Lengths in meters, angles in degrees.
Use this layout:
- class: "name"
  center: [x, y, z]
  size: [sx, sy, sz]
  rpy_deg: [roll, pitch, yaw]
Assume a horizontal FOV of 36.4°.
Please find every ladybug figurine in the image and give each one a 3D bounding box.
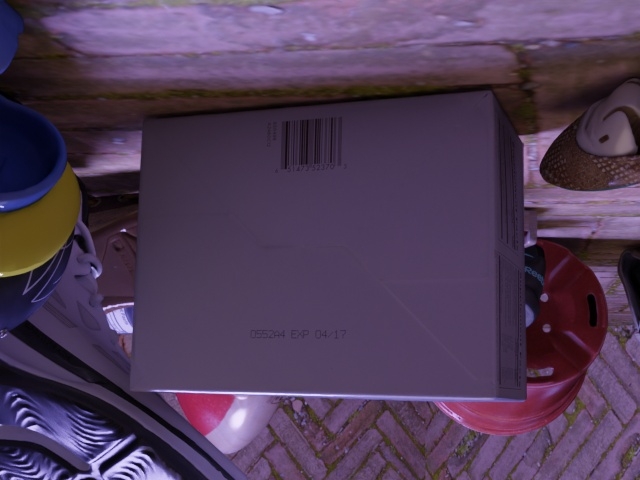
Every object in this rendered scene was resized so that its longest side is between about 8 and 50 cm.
- class: "ladybug figurine"
  center: [-0.109, 0.141, 1.407]
  size: [0.162, 0.305, 0.449]
  rpy_deg: [26, -178, -1]

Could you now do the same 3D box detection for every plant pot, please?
- class: "plant pot"
  center: [0.273, 0.128, 1.376]
  size: [0.272, 0.272, 0.265]
  rpy_deg: [1, 164, 2]

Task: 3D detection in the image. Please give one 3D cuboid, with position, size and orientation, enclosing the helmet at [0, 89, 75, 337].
- class: "helmet"
  center: [-0.238, -0.021, 0.620]
  size: [0.161, 0.169, 0.169]
  rpy_deg: [21, 164, -27]

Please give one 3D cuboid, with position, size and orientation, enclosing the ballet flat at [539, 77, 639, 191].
- class: "ballet flat"
  center: [0.222, -0.077, 0.604]
  size: [0.206, 0.073, 0.067]
  rpy_deg: [-9, 140, 39]

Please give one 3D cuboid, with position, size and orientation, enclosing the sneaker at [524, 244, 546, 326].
- class: "sneaker"
  center: [0.164, 0.057, 1.229]
  size: [0.267, 0.106, 0.101]
  rpy_deg: [-2, 141, 39]

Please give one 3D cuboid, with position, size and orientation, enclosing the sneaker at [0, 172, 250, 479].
- class: "sneaker"
  center: [-0.193, 0.073, 0.815]
  size: [0.447, 0.257, 0.169]
  rpy_deg: [40, 127, -14]

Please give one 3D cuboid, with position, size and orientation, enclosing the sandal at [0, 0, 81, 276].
- class: "sandal"
  center: [-0.265, -0.087, 0.459]
  size: [0.317, 0.126, 0.138]
  rpy_deg: [10, 134, -16]

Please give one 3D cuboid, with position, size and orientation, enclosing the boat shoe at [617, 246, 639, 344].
- class: "boat shoe"
  center: [0.459, 0.121, 1.258]
  size: [0.103, 0.113, 0.302]
  rpy_deg: [21, -149, -16]

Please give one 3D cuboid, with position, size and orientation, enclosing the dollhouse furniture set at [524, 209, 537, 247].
- class: "dollhouse furniture set"
  center: [0.143, 0.026, 1.052]
  size: [0.184, 0.129, 0.129]
  rpy_deg: [3, 172, -9]

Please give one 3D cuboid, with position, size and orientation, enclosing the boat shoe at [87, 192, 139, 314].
- class: "boat shoe"
  center: [-0.244, 0.013, 1.010]
  size: [0.342, 0.123, 0.123]
  rpy_deg: [-16, -156, 20]

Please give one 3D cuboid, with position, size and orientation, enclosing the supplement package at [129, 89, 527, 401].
- class: "supplement package"
  center: [0.012, 0.014, 0.721]
  size: [0.262, 0.204, 0.145]
  rpy_deg: [-2, 170, 20]

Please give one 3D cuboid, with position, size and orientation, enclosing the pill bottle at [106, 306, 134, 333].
- class: "pill bottle"
  center: [-0.308, 0.081, 1.503]
  size: [0.246, 0.130, 0.130]
  rpy_deg: [-2, 171, 22]
